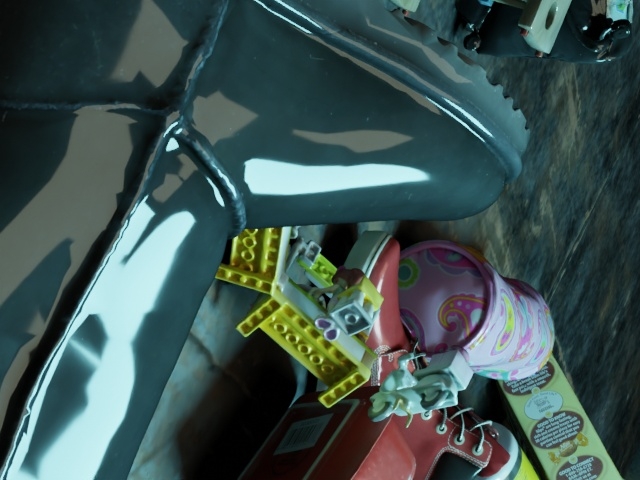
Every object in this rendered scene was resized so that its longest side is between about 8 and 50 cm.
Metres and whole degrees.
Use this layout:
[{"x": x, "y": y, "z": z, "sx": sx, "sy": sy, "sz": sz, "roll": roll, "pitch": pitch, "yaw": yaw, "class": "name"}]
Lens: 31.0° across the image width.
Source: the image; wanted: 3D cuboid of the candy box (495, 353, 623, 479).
[{"x": 0.335, "y": 0.314, "z": 1.498, "sx": 0.088, "sy": 0.316, "sz": 0.183, "roll": -24, "pitch": 147, "yaw": 0, "class": "candy box"}]

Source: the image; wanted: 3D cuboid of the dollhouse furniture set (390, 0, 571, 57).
[{"x": 0.106, "y": -0.229, "z": 0.811, "sx": 0.184, "sy": 0.129, "sz": 0.129, "roll": 19, "pitch": 92, "yaw": -66, "class": "dollhouse furniture set"}]

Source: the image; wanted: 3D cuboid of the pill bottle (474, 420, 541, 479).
[{"x": 0.223, "y": 0.330, "z": 1.405, "sx": 0.119, "sy": 0.119, "sz": 0.208, "roll": -51, "pitch": 122, "yaw": -32, "class": "pill bottle"}]

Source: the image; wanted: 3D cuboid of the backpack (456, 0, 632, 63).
[{"x": 0.203, "y": -0.251, "z": 0.996, "sx": 0.115, "sy": 0.152, "sz": 0.182, "roll": -32, "pitch": 125, "yaw": -59, "class": "backpack"}]

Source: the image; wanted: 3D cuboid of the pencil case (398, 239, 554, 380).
[{"x": 0.155, "y": 0.079, "z": 1.166, "sx": 0.124, "sy": 0.124, "sz": 0.284, "roll": -67, "pitch": 156, "yaw": -2, "class": "pencil case"}]

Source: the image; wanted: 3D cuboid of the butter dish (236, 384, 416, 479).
[{"x": 0.013, "y": 0.204, "z": 0.916, "sx": 0.118, "sy": 0.160, "sz": 0.160, "roll": 47, "pitch": 59, "yaw": -17, "class": "butter dish"}]

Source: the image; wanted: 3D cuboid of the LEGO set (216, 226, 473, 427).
[{"x": 0.000, "y": 0.000, "z": 0.823, "sx": 0.287, "sy": 0.132, "sz": 0.107, "roll": 62, "pitch": 31, "yaw": -23, "class": "LEGO set"}]

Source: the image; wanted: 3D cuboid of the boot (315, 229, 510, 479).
[{"x": 0.088, "y": 0.115, "z": 0.986, "sx": 0.088, "sy": 0.176, "sz": 0.244, "roll": -46, "pitch": 148, "yaw": -53, "class": "boot"}]

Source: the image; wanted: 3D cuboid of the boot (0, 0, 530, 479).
[{"x": -0.095, "y": 0.075, "z": 0.576, "sx": 0.367, "sy": 0.146, "sz": 0.445, "roll": 26, "pitch": 82, "yaw": -41, "class": "boot"}]

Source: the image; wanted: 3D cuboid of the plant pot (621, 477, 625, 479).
[{"x": 0.399, "y": 0.560, "z": 1.897, "sx": 0.293, "sy": 0.275, "sz": 0.274, "roll": -35, "pitch": 141, "yaw": -25, "class": "plant pot"}]
